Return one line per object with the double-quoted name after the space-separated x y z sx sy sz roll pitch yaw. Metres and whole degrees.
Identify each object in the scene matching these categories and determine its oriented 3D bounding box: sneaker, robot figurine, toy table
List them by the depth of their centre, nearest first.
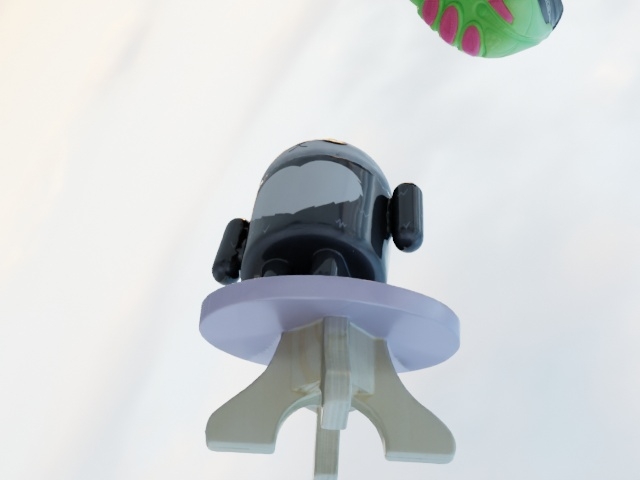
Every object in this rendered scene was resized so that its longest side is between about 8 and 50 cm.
0.008 0.149 1.625 0.252 0.274 0.161 75 15 -58 "toy table"
-0.003 -0.001 1.823 0.278 0.209 0.173 -81 -167 -52 "robot figurine"
0.157 -0.435 2.175 0.202 0.483 0.185 -8 149 -50 "sneaker"
